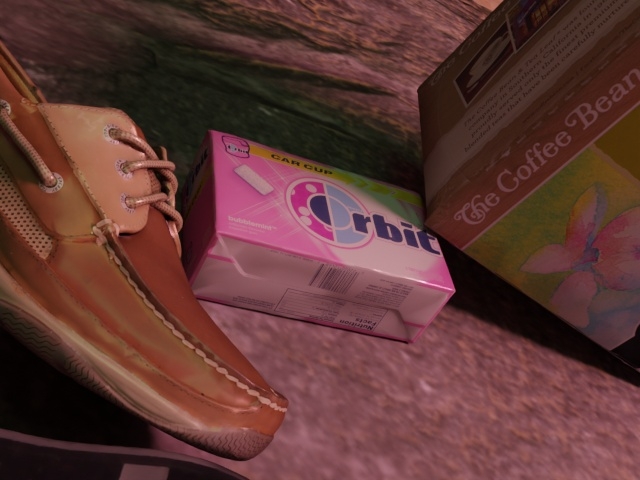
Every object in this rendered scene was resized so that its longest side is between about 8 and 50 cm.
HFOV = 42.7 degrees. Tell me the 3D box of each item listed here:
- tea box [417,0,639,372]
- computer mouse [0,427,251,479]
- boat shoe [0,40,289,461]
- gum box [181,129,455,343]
[{"bbox_3d":[0.301,-0.092,0.646,0.324,0.329,0.220,32,34,-19],"label":"tea box"},{"bbox_3d":[-0.132,0.132,0.334,0.272,0.072,0.188,16,39,0],"label":"computer mouse"},{"bbox_3d":[-0.133,-0.020,0.430,0.324,0.116,0.123,41,-8,11],"label":"boat shoe"},{"bbox_3d":[0.000,0.000,0.585,0.189,0.062,0.107,15,39,-23],"label":"gum box"}]
